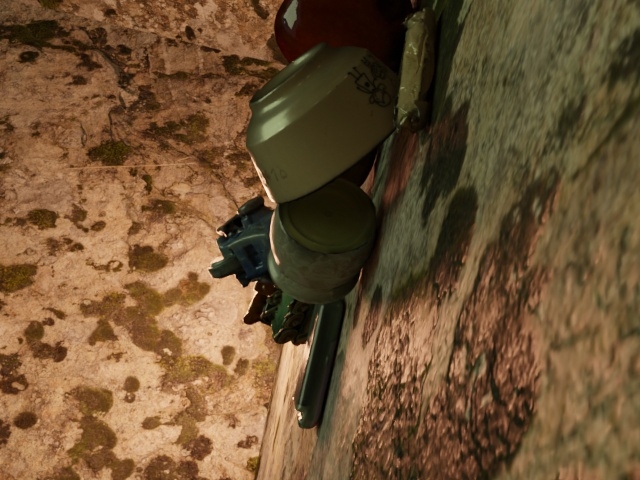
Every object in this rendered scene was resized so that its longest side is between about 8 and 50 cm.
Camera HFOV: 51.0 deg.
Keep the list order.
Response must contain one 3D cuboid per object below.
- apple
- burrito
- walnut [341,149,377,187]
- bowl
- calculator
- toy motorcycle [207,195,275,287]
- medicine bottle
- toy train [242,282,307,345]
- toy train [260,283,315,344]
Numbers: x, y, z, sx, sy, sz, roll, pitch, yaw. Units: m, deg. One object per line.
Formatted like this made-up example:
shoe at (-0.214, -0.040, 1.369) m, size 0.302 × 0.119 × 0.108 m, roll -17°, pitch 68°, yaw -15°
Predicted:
apple at (0.042, -0.348, 1.070) m, size 0.230 × 0.230 × 0.230 m, roll -167°, pitch 90°, yaw -86°
burrito at (0.113, -0.199, 0.786) m, size 0.045 × 0.041 × 0.185 m, roll -12°, pitch 55°, yaw 39°
walnut at (0.046, -0.172, 1.135) m, size 0.116 × 0.116 × 0.207 m, roll 124°, pitch 158°, yaw -79°
bowl at (-0.006, -0.166, 0.868) m, size 0.238 × 0.126 × 0.237 m, roll -34°, pitch 20°, yaw 15°
calculator at (-0.005, 0.196, 1.142) m, size 0.141 × 0.045 × 0.246 m, roll 139°, pitch 144°, yaw -84°
toy motorcycle at (-0.082, -0.028, 1.326) m, size 0.319 × 0.182 × 0.241 m, roll -20°, pitch 39°, yaw 39°
medicine bottle at (0.000, 0.000, 0.959) m, size 0.143 × 0.147 × 0.147 m, roll 105°, pitch 176°, yaw -56°
toy train at (-0.074, 0.121, 1.610) m, size 0.369 × 0.163 × 0.231 m, roll 122°, pitch 168°, yaw -79°
toy train at (-0.035, 0.120, 1.271) m, size 0.080 × 0.125 × 0.194 m, roll 53°, pitch 140°, yaw 28°
